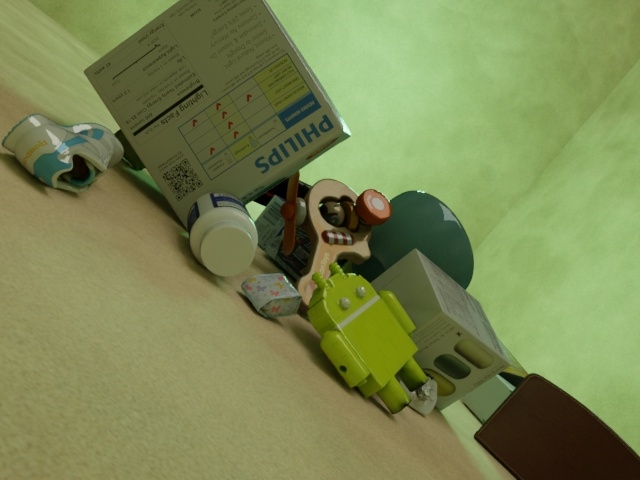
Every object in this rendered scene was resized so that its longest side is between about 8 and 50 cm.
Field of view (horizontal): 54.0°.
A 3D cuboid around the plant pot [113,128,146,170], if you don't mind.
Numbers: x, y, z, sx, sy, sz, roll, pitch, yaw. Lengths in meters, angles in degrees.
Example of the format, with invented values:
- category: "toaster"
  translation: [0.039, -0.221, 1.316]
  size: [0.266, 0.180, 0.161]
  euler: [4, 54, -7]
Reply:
- category: "plant pot"
  translation: [-0.383, -0.191, 1.308]
  size: [0.079, 0.083, 0.083]
  euler: [51, 6, 4]

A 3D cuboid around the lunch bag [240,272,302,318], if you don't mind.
- category: "lunch bag"
  translation: [-0.085, 0.093, 1.046]
  size: [0.083, 0.053, 0.071]
  euler: [0, 32, -40]

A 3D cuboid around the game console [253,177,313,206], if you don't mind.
- category: "game console"
  translation: [-0.183, -0.172, 1.732]
  size: [0.387, 0.060, 0.342]
  euler: [23, -12, -5]

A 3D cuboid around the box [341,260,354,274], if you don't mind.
- category: "box"
  translation: [0.139, 0.123, 1.661]
  size: [0.088, 0.058, 0.232]
  euler: [11, 31, -32]

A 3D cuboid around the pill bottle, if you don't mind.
- category: "pill bottle"
  translation: [-0.164, -0.010, 1.050]
  size: [0.112, 0.112, 0.186]
  euler: [38, 6, -21]

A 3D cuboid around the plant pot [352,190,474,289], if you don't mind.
- category: "plant pot"
  translation: [0.193, 0.048, 1.514]
  size: [0.290, 0.196, 0.290]
  euler: [36, -41, 38]

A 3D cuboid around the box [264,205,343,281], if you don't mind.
- category: "box"
  translation: [-0.009, 0.015, 1.587]
  size: [0.163, 0.142, 0.247]
  euler: [44, 12, 6]

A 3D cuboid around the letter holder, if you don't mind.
- category: "letter holder"
  translation: [0.534, 0.461, 1.383]
  size: [0.302, 0.214, 0.152]
  euler: [42, 6, 28]

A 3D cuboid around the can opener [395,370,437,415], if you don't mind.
- category: "can opener"
  translation: [0.121, 0.248, 1.201]
  size: [0.280, 0.074, 0.093]
  euler: [39, -30, -27]

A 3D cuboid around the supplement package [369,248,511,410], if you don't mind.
- category: "supplement package"
  translation: [0.235, 0.198, 1.367]
  size: [0.263, 0.199, 0.198]
  euler: [37, 23, -33]

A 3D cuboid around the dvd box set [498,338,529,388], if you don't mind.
- category: "dvd box set"
  translation: [0.484, 0.293, 2.020]
  size: [0.308, 0.062, 0.420]
  euler: [24, 24, -51]

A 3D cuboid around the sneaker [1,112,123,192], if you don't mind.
- category: "sneaker"
  translation: [-0.341, -0.112, 0.885]
  size: [0.092, 0.087, 0.229]
  euler: [47, 12, 3]

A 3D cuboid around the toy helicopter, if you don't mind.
- category: "toy helicopter"
  translation: [0.000, 0.000, 1.331]
  size: [0.235, 0.140, 0.354]
  euler: [31, 48, -16]

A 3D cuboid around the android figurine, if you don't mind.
- category: "android figurine"
  translation: [0.080, 0.160, 1.099]
  size: [0.272, 0.056, 0.248]
  euler: [56, 33, 7]

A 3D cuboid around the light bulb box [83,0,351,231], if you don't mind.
- category: "light bulb box"
  translation: [-0.184, -0.263, 1.228]
  size: [0.361, 0.358, 0.225]
  euler: [58, 9, -1]

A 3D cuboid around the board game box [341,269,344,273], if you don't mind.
- category: "board game box"
  translation: [0.154, 0.144, 1.782]
  size: [0.316, 0.064, 0.242]
  euler: [42, 29, 28]

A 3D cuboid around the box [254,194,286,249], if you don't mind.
- category: "box"
  translation: [-0.115, -0.043, 1.623]
  size: [0.072, 0.126, 0.137]
  euler: [39, 5, 7]

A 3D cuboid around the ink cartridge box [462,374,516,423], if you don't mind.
- category: "ink cartridge box"
  translation: [0.556, 0.503, 1.710]
  size: [0.289, 0.121, 0.211]
  euler: [36, 6, -34]
